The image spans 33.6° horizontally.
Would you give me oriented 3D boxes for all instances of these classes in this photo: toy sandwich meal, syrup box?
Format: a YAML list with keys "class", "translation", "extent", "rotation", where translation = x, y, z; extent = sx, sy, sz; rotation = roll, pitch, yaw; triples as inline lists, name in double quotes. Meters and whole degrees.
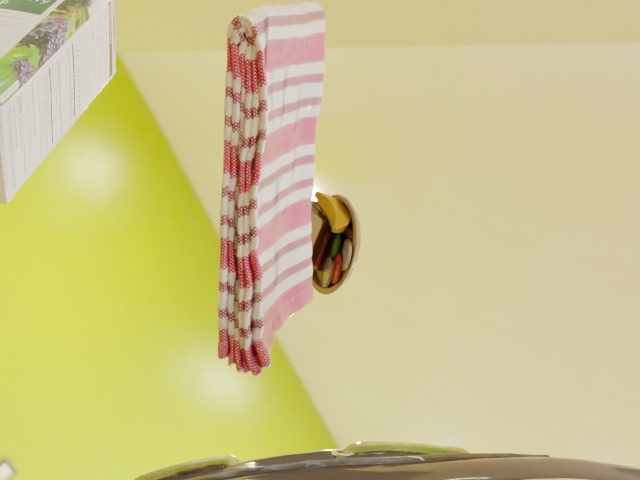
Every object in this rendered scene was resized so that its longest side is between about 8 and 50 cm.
- class: "toy sandwich meal"
  translation: [0.000, 0.000, 0.807]
  extent: [0.085, 0.029, 0.085]
  rotation: [-25, -120, 57]
- class: "syrup box"
  translation: [-0.239, -0.130, 0.814]
  extent: [0.093, 0.237, 0.096]
  rotation: [9, -56, 5]

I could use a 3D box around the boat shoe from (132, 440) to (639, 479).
- class: "boat shoe"
  translation: [0.045, 0.137, 0.445]
  extent: [0.096, 0.324, 0.116]
  rotation: [-74, 157, -72]

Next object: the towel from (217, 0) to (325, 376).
- class: "towel"
  translation: [-0.022, -0.037, 0.611]
  extent: [0.029, 0.144, 0.197]
  rotation: [7, -73, 12]
